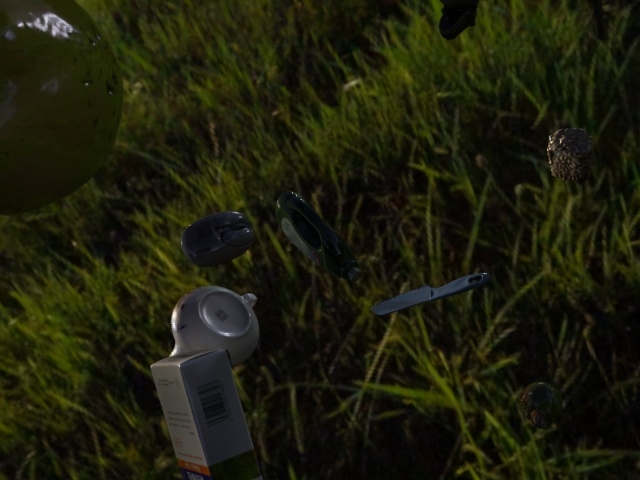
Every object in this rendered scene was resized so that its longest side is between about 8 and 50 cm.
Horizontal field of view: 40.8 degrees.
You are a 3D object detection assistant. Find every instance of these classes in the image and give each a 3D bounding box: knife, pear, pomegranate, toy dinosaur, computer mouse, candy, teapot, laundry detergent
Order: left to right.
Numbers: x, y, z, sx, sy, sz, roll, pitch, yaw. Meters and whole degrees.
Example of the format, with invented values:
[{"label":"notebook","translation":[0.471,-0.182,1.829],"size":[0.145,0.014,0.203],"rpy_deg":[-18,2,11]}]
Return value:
[{"label":"pear","translation":[-0.481,-0.206,1.253],"size":[0.391,0.391,0.391],"rpy_deg":[-19,31,12]},{"label":"computer mouse","translation":[-0.130,-0.005,1.090],"size":[0.096,0.066,0.039],"rpy_deg":[-22,-16,-20]},{"label":"teapot","translation":[-0.239,0.204,2.034],"size":[0.208,0.165,0.300],"rpy_deg":[35,30,16]},{"label":"laundry detergent","translation":[0.000,0.000,1.593],"size":[0.063,0.137,0.211],"rpy_deg":[-33,53,-18]},{"label":"knife","translation":[0.234,0.117,1.891],"size":[0.313,0.019,0.044],"rpy_deg":[-21,57,35]},{"label":"toy dinosaur","translation":[0.194,-0.254,0.884],"size":[0.187,0.179,0.087],"rpy_deg":[-29,52,-1]},{"label":"pomegranate","translation":[0.359,0.274,1.427],"size":[0.084,0.073,0.073],"rpy_deg":[-42,34,-26]},{"label":"candy","translation":[0.507,-0.172,1.735],"size":[0.095,0.110,0.085],"rpy_deg":[6,60,31]}]

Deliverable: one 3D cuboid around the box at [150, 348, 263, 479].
[{"label":"box","translation":[-0.231,0.376,1.740],"size":[0.106,0.299,0.200],"rpy_deg":[-15,-1,-28]}]
